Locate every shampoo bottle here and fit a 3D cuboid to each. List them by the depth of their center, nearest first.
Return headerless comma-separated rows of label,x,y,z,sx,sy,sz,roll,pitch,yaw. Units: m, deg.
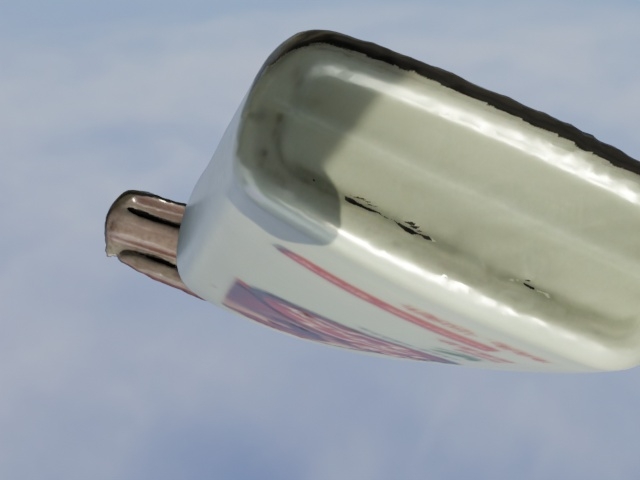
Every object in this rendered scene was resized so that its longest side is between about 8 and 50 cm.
shampoo bottle,0.000,0.000,0.650,0.153,0.071,0.284,22,167,-18
